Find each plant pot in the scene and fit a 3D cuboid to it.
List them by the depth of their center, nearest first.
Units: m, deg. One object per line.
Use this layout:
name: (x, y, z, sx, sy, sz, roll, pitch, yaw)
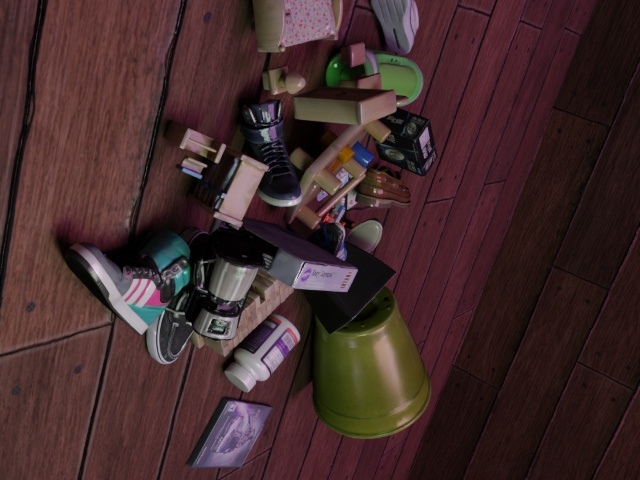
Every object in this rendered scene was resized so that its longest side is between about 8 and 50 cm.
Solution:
plant pot: (0.055, 0.110, 1.969, 0.188, 0.167, 0.187, -43, 178, -26)
plant pot: (0.127, 0.322, 2.186, 0.366, 0.367, 0.352, -42, 135, -36)

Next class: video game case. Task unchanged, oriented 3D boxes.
video game case: (-0.239, 0.528, 2.033, 0.196, 0.026, 0.274, -61, 152, -3)

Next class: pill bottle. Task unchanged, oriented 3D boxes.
pill bottle: (-0.149, 0.284, 1.878, 0.193, 0.108, 0.108, -48, 149, -27)

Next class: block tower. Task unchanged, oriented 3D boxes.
block tower: (-0.159, 0.129, 1.738, 0.335, 0.097, 0.090, -41, 145, -34)

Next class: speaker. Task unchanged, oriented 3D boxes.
speaker: (0.134, -0.381, 1.762, 0.297, 0.131, 0.131, -13, 125, -57)

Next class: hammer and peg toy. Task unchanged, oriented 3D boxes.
hammer and peg toy: (0.012, -0.156, 1.717, 0.266, 0.127, 0.361, -48, 176, -25)

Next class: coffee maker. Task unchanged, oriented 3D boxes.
coffee maker: (-0.179, 0.078, 1.420, 0.171, 0.120, 0.178, -71, -175, -67)

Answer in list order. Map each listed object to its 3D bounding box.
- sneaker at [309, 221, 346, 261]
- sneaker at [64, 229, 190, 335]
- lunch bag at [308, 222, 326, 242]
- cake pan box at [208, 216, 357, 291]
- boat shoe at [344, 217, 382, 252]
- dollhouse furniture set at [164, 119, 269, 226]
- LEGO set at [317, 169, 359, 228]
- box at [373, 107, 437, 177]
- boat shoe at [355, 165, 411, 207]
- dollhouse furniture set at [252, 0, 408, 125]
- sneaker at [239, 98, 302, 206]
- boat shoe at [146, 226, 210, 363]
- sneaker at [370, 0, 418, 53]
sneaker: (0.023, 0.020, 1.803, 0.081, 0.080, 0.211, -32, 159, -32)
sneaker: (-0.323, 0.044, 1.331, 0.178, 0.124, 0.295, -48, 158, -17)
lunch bag: (0.000, 0.000, 1.896, 0.067, 0.099, 0.065, -57, 158, -34)
cake pan box: (-0.079, 0.028, 1.620, 0.267, 0.246, 0.070, 10, 104, -63)
boat shoe: (0.103, 0.010, 2.064, 0.227, 0.081, 0.068, -51, 180, 37)
dollhouse furniture set: (-0.223, -0.130, 1.393, 0.184, 0.129, 0.129, 22, 95, -39)
LEGO set: (0.064, -0.101, 1.968, 0.182, 0.060, 0.244, -37, 144, -35)
box: (0.223, -0.268, 1.996, 0.077, 0.147, 0.180, -55, 153, -15)
boat shoe: (0.193, -0.152, 2.072, 0.307, 0.111, 0.104, -16, 121, -70)
dollhouse furniture set: (0.043, -0.412, 1.409, 0.303, 0.174, 0.355, -28, 122, -45)
sneaker: (-0.097, -0.180, 1.459, 0.086, 0.226, 0.163, -13, 132, -17)
boat shoe: (-0.266, 0.130, 1.536, 0.113, 0.105, 0.306, 1, 113, -61)
sneaker: (0.176, -0.553, 1.743, 0.258, 0.094, 0.091, 70, 34, -61)
